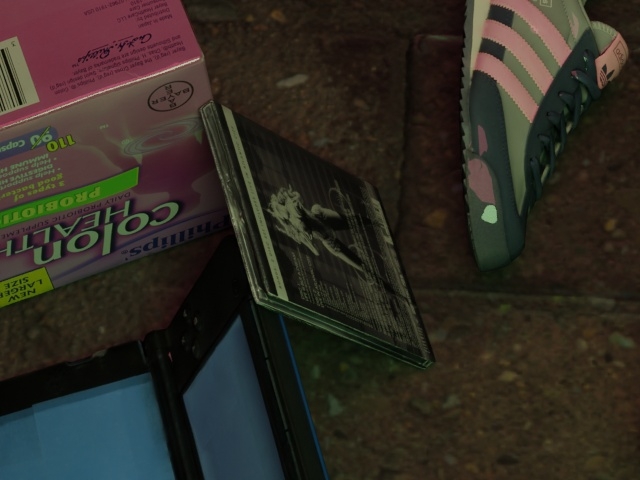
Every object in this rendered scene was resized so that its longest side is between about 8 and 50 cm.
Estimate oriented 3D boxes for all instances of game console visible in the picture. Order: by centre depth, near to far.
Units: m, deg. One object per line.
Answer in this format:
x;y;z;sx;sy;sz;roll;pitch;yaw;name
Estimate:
-0.126;0.176;1.352;0.173;0.250;0.293;-2;59;-27;game console

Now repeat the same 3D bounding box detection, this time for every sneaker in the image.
0.177;-0.122;1.513;0.131;0.112;0.319;2;63;9;sneaker

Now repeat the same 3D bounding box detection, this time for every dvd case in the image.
0.000;0.000;1.415;0.018;0.221;0.165;-31;59;23;dvd case

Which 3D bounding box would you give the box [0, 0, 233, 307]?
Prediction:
-0.190;-0.081;1.445;0.213;0.243;0.117;-19;63;-7;box
